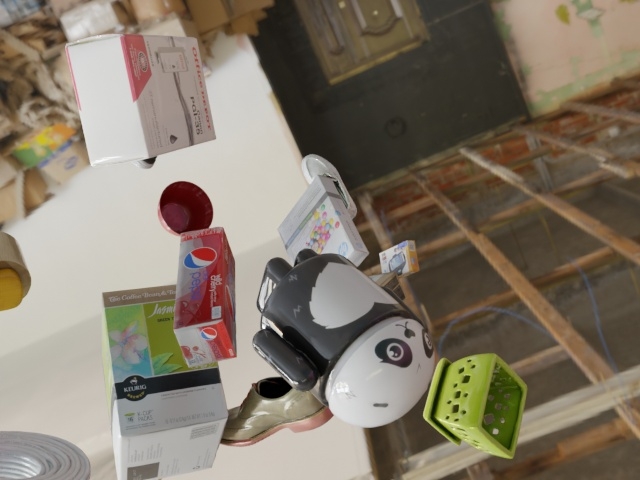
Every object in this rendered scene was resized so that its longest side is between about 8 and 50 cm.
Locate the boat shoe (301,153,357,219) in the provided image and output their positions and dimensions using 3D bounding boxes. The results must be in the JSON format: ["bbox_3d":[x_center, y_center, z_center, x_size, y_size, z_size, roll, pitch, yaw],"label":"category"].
[{"bbox_3d":[0.025,-0.156,2.055,0.083,0.226,0.076,-39,162,-2],"label":"boat shoe"}]

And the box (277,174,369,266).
[{"bbox_3d":[0.000,0.000,1.329,0.038,0.186,0.145,11,131,-38],"label":"box"}]

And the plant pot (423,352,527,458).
[{"bbox_3d":[0.429,0.460,2.137,0.207,0.227,0.228,-4,-126,42],"label":"plant pot"}]

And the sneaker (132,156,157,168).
[{"bbox_3d":[-0.534,-0.344,2.154,0.153,0.269,0.101,-43,176,20],"label":"sneaker"}]

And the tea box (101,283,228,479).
[{"bbox_3d":[-0.350,0.312,1.645,0.219,0.324,0.329,-7,149,-20],"label":"tea box"}]

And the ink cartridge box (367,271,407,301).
[{"bbox_3d":[0.072,0.170,1.934,0.234,0.088,0.193,-12,-164,42],"label":"ink cartridge box"}]

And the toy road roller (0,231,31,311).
[{"bbox_3d":[-0.752,0.015,1.486,0.329,0.241,0.202,-7,-148,-30],"label":"toy road roller"}]

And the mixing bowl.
[{"bbox_3d":[-0.433,-0.084,2.338,0.181,0.181,0.098,-37,-172,-39],"label":"mixing bowl"}]

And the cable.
[{"bbox_3d":[-0.491,0.382,1.189,0.257,0.089,0.257,13,-175,-4],"label":"cable"}]

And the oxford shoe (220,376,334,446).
[{"bbox_3d":[-0.128,0.362,1.683,0.348,0.130,0.123,-23,-159,28],"label":"oxford shoe"}]

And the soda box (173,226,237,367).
[{"bbox_3d":[-0.193,0.088,1.290,0.083,0.092,0.263,-12,-144,2],"label":"soda box"}]

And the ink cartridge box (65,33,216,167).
[{"bbox_3d":[-0.308,-0.257,1.351,0.117,0.207,0.283,-6,-168,18],"label":"ink cartridge box"}]

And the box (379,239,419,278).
[{"bbox_3d":[0.198,0.057,1.965,0.028,0.081,0.136,5,159,-35],"label":"box"}]

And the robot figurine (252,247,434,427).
[{"bbox_3d":[0.029,0.126,1.042,0.209,0.174,0.278,-42,-124,-9],"label":"robot figurine"}]
